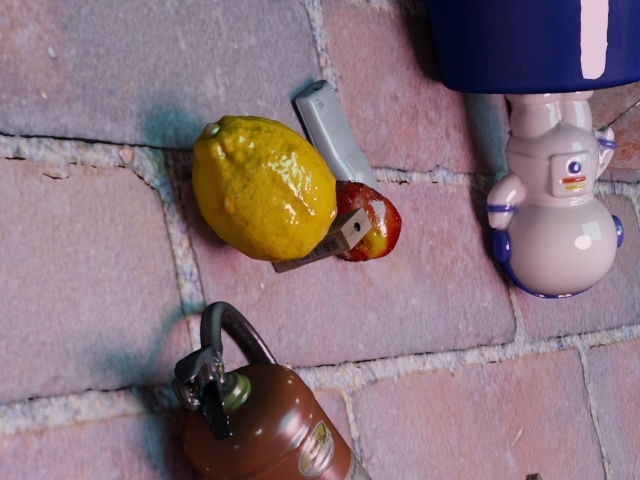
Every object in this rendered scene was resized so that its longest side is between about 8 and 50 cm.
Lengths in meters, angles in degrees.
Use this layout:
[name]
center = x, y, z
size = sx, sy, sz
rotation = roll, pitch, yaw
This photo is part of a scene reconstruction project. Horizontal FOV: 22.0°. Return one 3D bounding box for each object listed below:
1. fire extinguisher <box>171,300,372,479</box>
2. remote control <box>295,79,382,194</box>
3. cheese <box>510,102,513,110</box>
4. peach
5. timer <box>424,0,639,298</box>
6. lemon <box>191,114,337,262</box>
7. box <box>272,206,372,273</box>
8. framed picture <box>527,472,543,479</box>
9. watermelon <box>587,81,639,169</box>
[fire extinguisher]
center = -0.029, 0.195, 1.374
size = 0.376, 0.113, 0.200
rotation = 56, -7, -30
[remote control]
center = 0.026, -0.079, 1.629
size = 0.162, 0.029, 0.061
rotation = 66, 30, -15
[cheese]
center = 0.278, -0.119, 2.035
size = 0.127, 0.054, 0.251
rotation = 30, 53, -50
[peach]
center = 0.044, -0.021, 1.590
size = 0.077, 0.050, 0.083
rotation = -12, 95, -28
[timer]
center = 0.259, -0.123, 1.865
size = 0.270, 0.270, 0.383
rotation = -22, 111, -59
[lemon]
center = -0.051, -0.046, 1.409
size = 0.155, 0.114, 0.114
rotation = 42, 43, -34
[box]
center = 0.000, 0.000, 1.498
size = 0.024, 0.083, 0.053
rotation = 62, 34, -11
[framed picture]
center = 0.272, 0.411, 1.822
size = 0.260, 0.023, 0.189
rotation = 59, 31, -24
[watermelon]
center = 0.415, -0.220, 2.256
size = 0.250, 0.293, 0.283
rotation = -128, -154, -53
